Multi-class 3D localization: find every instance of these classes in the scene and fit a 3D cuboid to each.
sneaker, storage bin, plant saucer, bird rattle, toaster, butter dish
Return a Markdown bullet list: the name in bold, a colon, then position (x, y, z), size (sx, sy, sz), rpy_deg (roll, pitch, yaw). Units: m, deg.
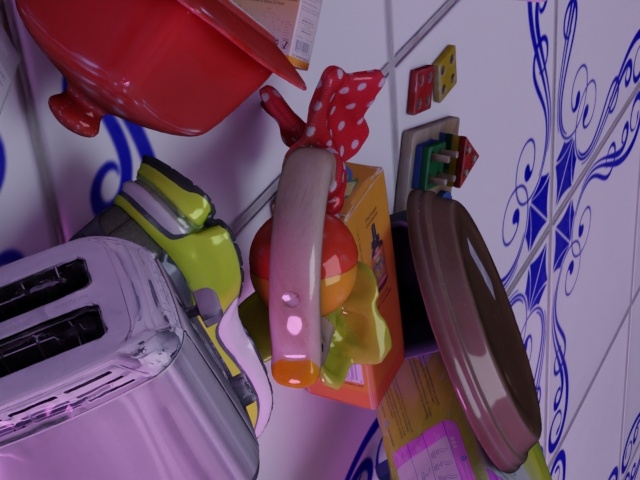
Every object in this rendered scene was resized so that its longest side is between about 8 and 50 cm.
- **sneaker**: position (-0.117, 0.073, 0.898), size (0.121, 0.111, 0.300), rpy_deg (-36, 144, -20)
- **storage bin**: position (0.081, 0.035, 1.290), size (0.135, 0.098, 0.091), rpy_deg (68, 24, -13)
- **plant saucer**: position (0.148, 0.078, 1.230), size (0.278, 0.041, 0.277), rpy_deg (-21, 90, -75)
- **bird rattle**: position (0.000, 0.000, 0.987), size (0.207, 0.143, 0.253), rpy_deg (-78, 178, -70)
- **toaster**: position (-0.152, 0.098, 0.730), size (0.129, 0.227, 0.146), rpy_deg (-116, -173, -48)
- **butter dish**: position (-0.114, -0.113, 0.774), size (0.118, 0.160, 0.160), rpy_deg (-54, 155, 4)

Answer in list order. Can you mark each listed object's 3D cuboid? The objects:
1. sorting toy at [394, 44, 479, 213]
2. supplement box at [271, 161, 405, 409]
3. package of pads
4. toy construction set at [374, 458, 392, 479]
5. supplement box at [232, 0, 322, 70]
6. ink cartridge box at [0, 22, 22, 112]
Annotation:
- **sorting toy**: position (0.127, -0.065, 1.397), size (0.132, 0.046, 0.274), rpy_deg (-24, 122, -61)
- **supplement box**: position (0.020, 0.041, 1.183), size (0.078, 0.080, 0.233), rpy_deg (-55, 149, -42)
- **package of pads**: position (0.154, 0.238, 1.309), size (0.229, 0.101, 0.296), rpy_deg (46, 19, -37)
- **toy construction set**: position (0.070, 0.334, 1.295), size (0.215, 0.151, 0.328), rpy_deg (60, 27, 8)
- **supplement box**: position (-0.033, -0.180, 0.979), size (0.036, 0.062, 0.098), rpy_deg (8, 94, -64)
- **ink cartridge box**: position (-0.231, -0.070, 0.647), size (0.181, 0.056, 0.224), rpy_deg (70, 22, -50)
